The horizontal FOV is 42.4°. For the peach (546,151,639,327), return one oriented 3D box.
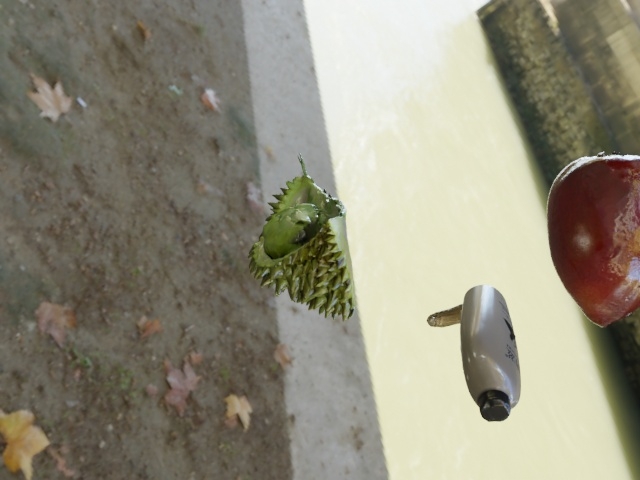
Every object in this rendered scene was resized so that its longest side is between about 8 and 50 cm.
[{"bbox_3d":[0.550,-0.011,1.631,0.201,0.257,0.362,9,92,-38],"label":"peach"}]

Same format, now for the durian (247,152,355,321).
[{"bbox_3d":[-0.005,0.006,1.168,0.157,0.170,0.355,26,12,-16],"label":"durian"}]

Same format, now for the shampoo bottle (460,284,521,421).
[{"bbox_3d":[0.250,0.168,1.220,0.127,0.078,0.257,56,24,-24],"label":"shampoo bottle"}]

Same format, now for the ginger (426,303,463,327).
[{"bbox_3d":[0.281,0.147,1.651,0.044,0.137,0.058,63,22,-45],"label":"ginger"}]
